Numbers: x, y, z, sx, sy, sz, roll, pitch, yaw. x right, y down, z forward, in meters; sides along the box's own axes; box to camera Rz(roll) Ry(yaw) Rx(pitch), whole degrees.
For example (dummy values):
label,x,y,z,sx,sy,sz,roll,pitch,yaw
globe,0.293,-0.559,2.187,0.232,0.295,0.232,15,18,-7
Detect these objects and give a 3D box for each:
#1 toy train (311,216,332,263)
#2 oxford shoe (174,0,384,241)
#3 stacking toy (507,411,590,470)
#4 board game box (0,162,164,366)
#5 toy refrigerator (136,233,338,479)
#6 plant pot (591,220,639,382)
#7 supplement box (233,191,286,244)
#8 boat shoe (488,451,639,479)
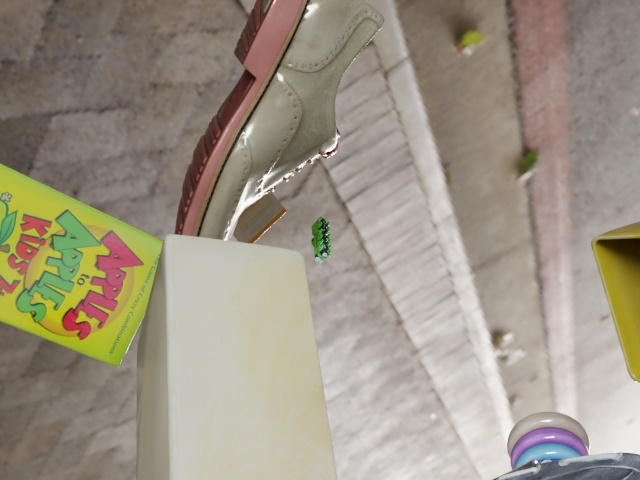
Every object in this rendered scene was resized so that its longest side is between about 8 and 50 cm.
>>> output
label,x,y,z,sx,sy,sz,roll,pitch,yaw
toy train,0.000,0.000,1.382,0.017,0.083,0.024,33,114,-19
oxford shoe,-0.049,-0.088,1.155,0.130,0.123,0.348,20,111,-15
stacking toy,0.378,0.428,1.898,0.141,0.330,0.141,2,122,4
board game box,-0.194,0.007,0.775,0.181,0.043,0.092,28,86,-35
toy refrigerator,-0.044,0.126,0.628,0.094,0.269,0.102,8,130,-15
plant pot,0.518,0.054,1.554,0.187,0.212,0.212,-28,-165,-36
supplement box,-0.094,-0.050,1.335,0.062,0.036,0.098,-43,115,-10
boat shoe,0.217,0.271,1.196,0.301,0.108,0.102,-33,-162,52
